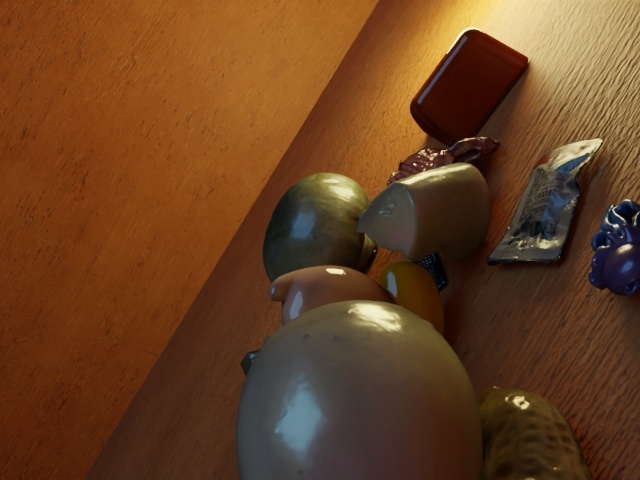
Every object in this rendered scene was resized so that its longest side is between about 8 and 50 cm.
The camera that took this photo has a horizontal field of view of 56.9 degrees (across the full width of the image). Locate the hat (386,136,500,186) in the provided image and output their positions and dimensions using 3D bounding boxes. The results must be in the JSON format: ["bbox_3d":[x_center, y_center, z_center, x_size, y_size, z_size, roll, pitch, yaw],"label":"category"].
[{"bbox_3d":[0.241,-0.151,1.302,0.237,0.107,0.286,-24,9,-7],"label":"hat"}]

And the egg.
[{"bbox_3d":[0.044,0.227,0.671,0.283,0.283,0.345,-48,23,26],"label":"egg"}]

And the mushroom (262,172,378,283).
[{"bbox_3d":[0.000,0.000,1.459,0.352,0.261,0.352,-51,24,34],"label":"mushroom"}]

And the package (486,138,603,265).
[{"bbox_3d":[0.372,-0.062,0.983,0.239,0.030,0.154,-63,19,-16],"label":"package"}]

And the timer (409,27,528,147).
[{"bbox_3d":[0.337,-0.371,1.440,0.257,0.161,0.250,-54,4,12],"label":"timer"}]

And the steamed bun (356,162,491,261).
[{"bbox_3d":[0.197,-0.032,1.098,0.170,0.226,0.200,67,152,14],"label":"steamed bun"}]

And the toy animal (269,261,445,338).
[{"bbox_3d":[0.042,0.185,1.012,0.247,0.345,0.277,-14,79,49],"label":"toy animal"}]

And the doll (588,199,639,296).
[{"bbox_3d":[0.398,0.006,0.774,0.110,0.067,0.205,-60,2,40],"label":"doll"}]

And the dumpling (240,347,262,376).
[{"bbox_3d":[-0.019,0.261,1.361,0.332,0.166,0.086,-34,-18,15],"label":"dumpling"}]

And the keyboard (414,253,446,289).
[{"bbox_3d":[0.218,0.046,1.219,0.061,0.013,0.204,-50,21,25],"label":"keyboard"}]

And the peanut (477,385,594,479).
[{"bbox_3d":[0.236,0.262,0.684,0.137,0.122,0.253,-56,15,31],"label":"peanut"}]
